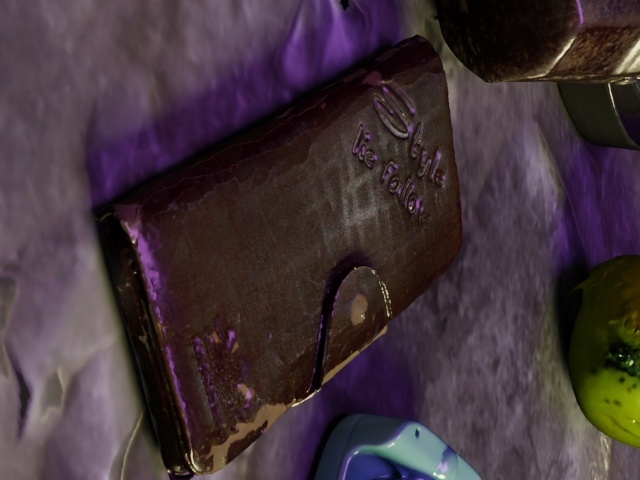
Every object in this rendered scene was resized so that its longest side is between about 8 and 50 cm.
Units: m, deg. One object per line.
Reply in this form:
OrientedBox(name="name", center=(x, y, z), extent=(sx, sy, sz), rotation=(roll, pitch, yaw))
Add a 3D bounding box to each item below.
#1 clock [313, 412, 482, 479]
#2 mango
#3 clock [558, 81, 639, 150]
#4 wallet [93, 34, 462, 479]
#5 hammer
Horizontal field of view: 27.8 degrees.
OrientedBox(name="clock", center=(0.029, 0.162, 0.601), extent=(0.108, 0.045, 0.147), rotation=(43, 55, -47))
OrientedBox(name="mango", center=(0.219, 0.077, 0.838), extent=(0.178, 0.100, 0.119), rotation=(36, 61, -61))
OrientedBox(name="clock", center=(0.200, -0.148, 0.835), extent=(0.184, 0.040, 0.184), rotation=(-12, 104, -56))
OrientedBox(name="wallet", center=(0.000, 0.000, 0.554), extent=(0.232, 0.031, 0.122), rotation=(-37, 122, -50))
OrientedBox(name="hammer", center=(0.145, -0.281, 0.685), extent=(0.242, 0.095, 0.409), rotation=(-12, 93, -39))
